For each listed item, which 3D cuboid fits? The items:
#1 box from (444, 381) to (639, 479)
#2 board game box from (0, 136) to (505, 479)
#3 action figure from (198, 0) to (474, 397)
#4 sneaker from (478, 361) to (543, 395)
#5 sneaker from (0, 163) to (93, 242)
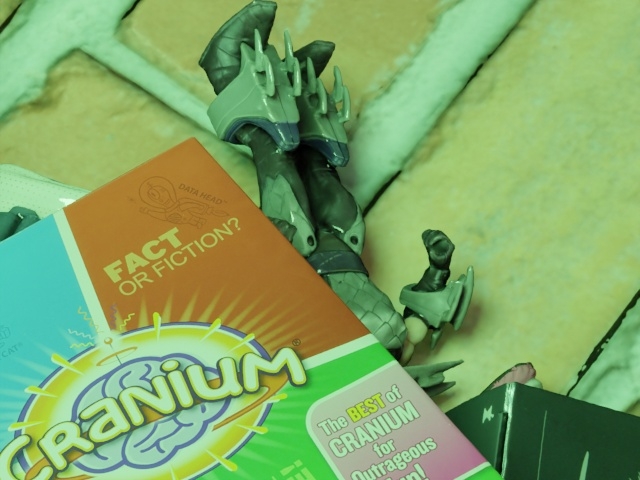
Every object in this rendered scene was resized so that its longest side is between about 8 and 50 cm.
[{"bbox_3d":[0.164,0.184,1.122,0.207,0.108,0.153,17,68,-16],"label":"box"},{"bbox_3d":[-0.077,0.113,1.012,0.242,0.064,0.316,-31,55,-18],"label":"board game box"},{"bbox_3d":[0.000,0.000,1.221,0.185,0.099,0.285,10,54,-46],"label":"action figure"},{"bbox_3d":[0.088,0.153,1.192,0.178,0.072,0.077,-41,84,-17],"label":"sneaker"},{"bbox_3d":[-0.223,0.067,1.187,0.322,0.130,0.236,-10,49,0],"label":"sneaker"}]
